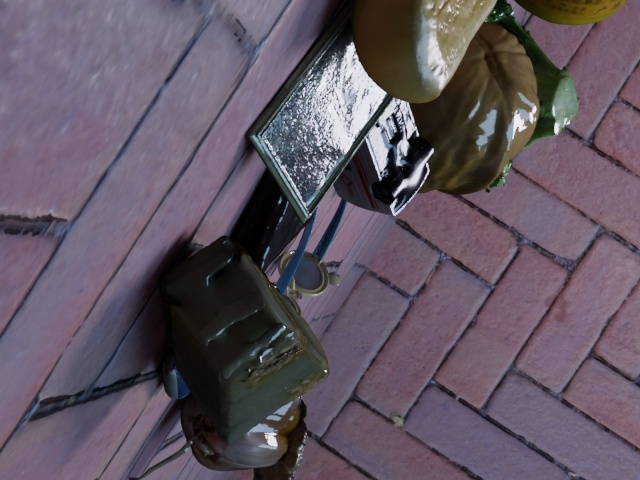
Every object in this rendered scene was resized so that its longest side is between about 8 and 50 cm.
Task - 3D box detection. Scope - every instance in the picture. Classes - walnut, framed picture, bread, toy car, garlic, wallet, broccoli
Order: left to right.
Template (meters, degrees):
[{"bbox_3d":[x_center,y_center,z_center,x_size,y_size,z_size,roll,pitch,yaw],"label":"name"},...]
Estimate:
[{"bbox_3d":[-0.130,0.295,1.678,0.257,0.207,0.207,-48,172,-14],"label":"garlic"},{"bbox_3d":[-0.039,-0.035,1.360,0.182,0.049,0.229,-62,174,26],"label":"wallet"},{"bbox_3d":[0.010,-0.125,1.128,0.183,0.011,0.142,-54,143,-18],"label":"framed picture"},{"bbox_3d":[0.042,-0.128,1.269,0.089,0.108,0.210,-49,136,-28],"label":"toy car"},{"bbox_3d":[0.096,-0.234,1.107,0.217,0.098,0.147,-57,149,-42],"label":"bread"},{"bbox_3d":[0.155,-0.163,1.473,0.225,0.225,0.261,-53,178,-31],"label":"walnut"},{"bbox_3d":[0.245,-0.221,1.701,0.269,0.241,0.261,-51,140,-32],"label":"broccoli"}]

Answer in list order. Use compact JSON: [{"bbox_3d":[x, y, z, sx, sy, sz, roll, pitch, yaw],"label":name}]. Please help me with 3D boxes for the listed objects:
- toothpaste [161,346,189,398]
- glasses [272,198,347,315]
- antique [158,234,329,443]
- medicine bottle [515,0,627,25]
[{"bbox_3d":[-0.168,0.151,1.372,0.197,0.035,0.057,104,6,-67],"label":"toothpaste"},{"bbox_3d":[-0.028,-0.011,1.631,0.189,0.088,0.220,-45,147,-59],"label":"glasses"},{"bbox_3d":[-0.080,0.094,1.166,0.150,0.125,0.284,-35,163,-9],"label":"antique"},{"bbox_3d":[0.379,-0.476,1.549,0.224,0.224,0.384,-54,172,-24],"label":"medicine bottle"}]
